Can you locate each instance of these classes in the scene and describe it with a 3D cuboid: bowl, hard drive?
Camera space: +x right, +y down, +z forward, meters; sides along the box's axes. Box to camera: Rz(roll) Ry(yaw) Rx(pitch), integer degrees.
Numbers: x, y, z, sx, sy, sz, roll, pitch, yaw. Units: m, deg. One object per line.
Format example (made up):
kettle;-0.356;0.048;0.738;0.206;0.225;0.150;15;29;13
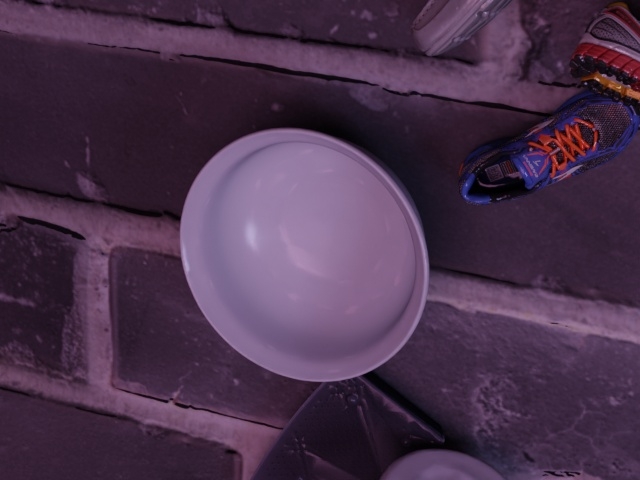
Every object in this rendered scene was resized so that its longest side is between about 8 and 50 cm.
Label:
bowl;0.000;0.000;1.547;0.298;0.134;0.298;8;112;20
hard drive;0.030;0.276;1.685;0.172;0.054;0.254;37;118;5

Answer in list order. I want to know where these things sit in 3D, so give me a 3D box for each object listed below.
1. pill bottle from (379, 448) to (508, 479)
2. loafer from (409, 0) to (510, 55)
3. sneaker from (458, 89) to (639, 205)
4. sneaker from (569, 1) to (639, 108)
pill bottle;0.123;0.415;1.619;0.176;0.176;0.318;22;129;13
loafer;0.189;-0.327;1.367;0.111;0.112;0.319;42;111;8
sneaker;0.241;-0.088;1.444;0.221;0.087;0.083;-30;97;28
sneaker;0.368;-0.168;1.360;0.225;0.088;0.092;26;74;-8
